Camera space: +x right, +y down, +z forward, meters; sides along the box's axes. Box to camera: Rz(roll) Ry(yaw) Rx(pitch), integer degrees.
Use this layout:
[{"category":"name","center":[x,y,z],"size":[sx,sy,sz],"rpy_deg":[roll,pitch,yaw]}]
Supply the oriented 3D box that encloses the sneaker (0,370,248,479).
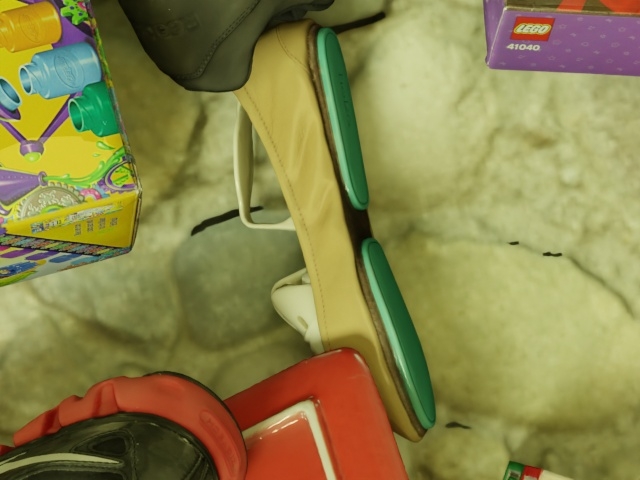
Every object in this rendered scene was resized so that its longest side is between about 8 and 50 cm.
[{"category":"sneaker","center":[-0.166,0.159,0.901],"size":[0.276,0.135,0.097],"rpy_deg":[-26,108,15]}]

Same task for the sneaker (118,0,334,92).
[{"category":"sneaker","center":[-0.020,-0.188,0.985],"size":[0.286,0.109,0.130],"rpy_deg":[-50,135,-33]}]

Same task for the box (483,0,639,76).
[{"category":"box","center":[0.229,-0.180,1.010],"size":[0.293,0.057,0.201],"rpy_deg":[2,60,-6]}]

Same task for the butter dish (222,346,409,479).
[{"category":"butter dish","center":[-0.008,0.161,0.977],"size":[0.160,0.118,0.160],"rpy_deg":[-27,61,16]}]

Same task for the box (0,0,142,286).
[{"category":"box","center":[-0.255,-0.109,0.888],"size":[0.279,0.177,0.290],"rpy_deg":[-14,83,-9]}]

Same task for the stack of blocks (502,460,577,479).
[{"category":"stack of blocks","center":[0.220,0.243,1.005],"size":[0.297,0.087,0.171],"rpy_deg":[18,85,-5]}]

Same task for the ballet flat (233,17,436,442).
[{"category":"ballet flat","center":[0.000,0.000,1.014],"size":[0.073,0.080,0.232],"rpy_deg":[-16,82,13]}]
